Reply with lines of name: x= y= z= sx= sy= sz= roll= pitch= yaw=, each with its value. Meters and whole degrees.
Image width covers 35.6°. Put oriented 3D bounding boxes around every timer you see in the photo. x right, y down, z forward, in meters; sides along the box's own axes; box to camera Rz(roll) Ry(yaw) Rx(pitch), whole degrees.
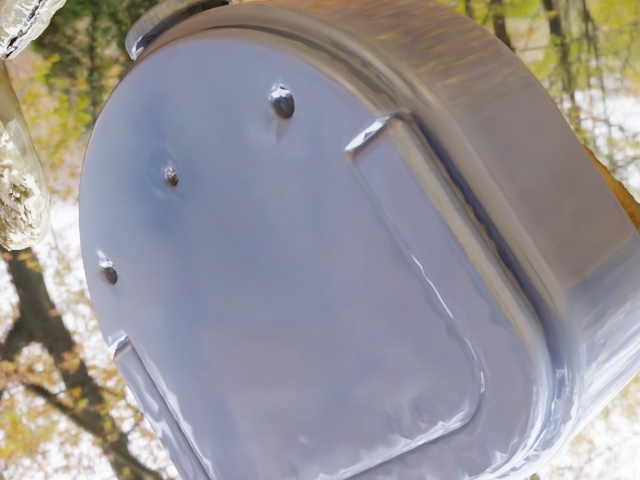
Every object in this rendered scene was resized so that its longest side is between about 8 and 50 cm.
timer: x=0.000 y=0.000 z=0.672 sx=0.395 sy=0.394 sz=0.173 roll=6 pitch=-158 yaw=42

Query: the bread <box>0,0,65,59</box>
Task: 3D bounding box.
bread: x=-0.194 y=-0.217 z=0.738 sx=0.214 sy=0.053 sz=0.073 roll=-49 pitch=-179 yaw=22

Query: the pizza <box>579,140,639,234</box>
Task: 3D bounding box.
pizza: x=0.165 y=-0.016 z=0.804 sx=0.074 sy=0.251 sz=0.287 roll=-51 pitch=171 yaw=-18

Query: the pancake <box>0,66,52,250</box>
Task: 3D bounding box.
pancake: x=-0.345 y=-0.138 z=0.852 sx=0.065 sy=0.356 sz=0.356 roll=-39 pitch=-151 yaw=-26
